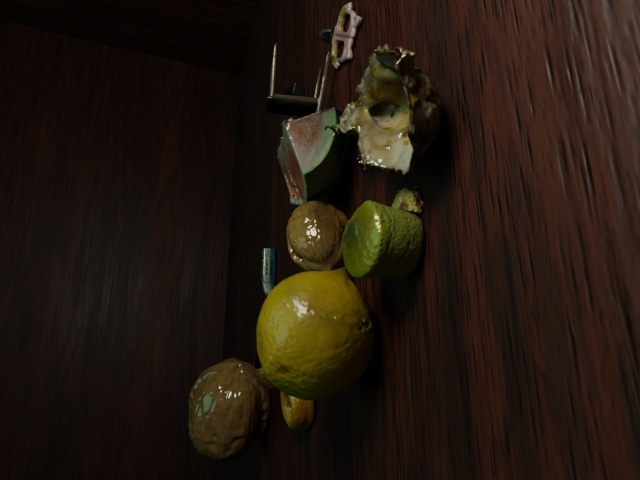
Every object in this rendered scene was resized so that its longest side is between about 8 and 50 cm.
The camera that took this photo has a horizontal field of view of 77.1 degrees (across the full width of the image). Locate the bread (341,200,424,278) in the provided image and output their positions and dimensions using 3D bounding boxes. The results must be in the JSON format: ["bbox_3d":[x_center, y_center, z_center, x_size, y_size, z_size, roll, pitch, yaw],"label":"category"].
[{"bbox_3d":[0.101,0.008,0.667,0.129,0.114,0.111,122,147,-49],"label":"bread"}]

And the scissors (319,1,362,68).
[{"bbox_3d":[0.043,-0.570,1.114,0.317,0.024,0.160,-118,37,-56],"label":"scissors"}]

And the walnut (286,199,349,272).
[{"bbox_3d":[0.000,0.000,0.904,0.155,0.156,0.184,116,152,-44],"label":"walnut"}]

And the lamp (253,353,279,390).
[{"bbox_3d":[-0.128,0.370,1.176,0.136,0.137,0.136,-174,90,-70],"label":"lamp"}]

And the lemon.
[{"bbox_3d":[-0.010,0.186,0.770,0.228,0.229,0.253,-119,33,-57],"label":"lemon"}]

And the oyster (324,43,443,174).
[{"bbox_3d":[0.103,-0.218,0.704,0.337,0.133,0.197,-136,53,-68],"label":"oyster"}]

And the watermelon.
[{"bbox_3d":[-0.031,-0.205,0.990,0.224,0.180,0.305,-59,8,-9],"label":"watermelon"}]

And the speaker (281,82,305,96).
[{"bbox_3d":[-0.104,-0.542,1.483,0.191,0.040,0.046,-149,68,-68],"label":"speaker"}]

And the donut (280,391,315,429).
[{"bbox_3d":[-0.065,0.434,1.075,0.152,0.058,0.151,177,90,-68],"label":"donut"}]

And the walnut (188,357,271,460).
[{"bbox_3d":[-0.325,0.589,1.439,0.306,0.306,0.343,-139,64,-66],"label":"walnut"}]

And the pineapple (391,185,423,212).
[{"bbox_3d":[0.152,-0.072,0.695,0.083,0.019,0.045,-160,71,-69],"label":"pineapple"}]

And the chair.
[{"bbox_3d":[-0.075,-0.394,1.161,0.188,0.167,0.272,-147,61,-79],"label":"chair"}]

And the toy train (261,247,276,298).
[{"bbox_3d":[-0.200,0.148,1.543,0.052,0.051,0.233,138,134,-67],"label":"toy train"}]
